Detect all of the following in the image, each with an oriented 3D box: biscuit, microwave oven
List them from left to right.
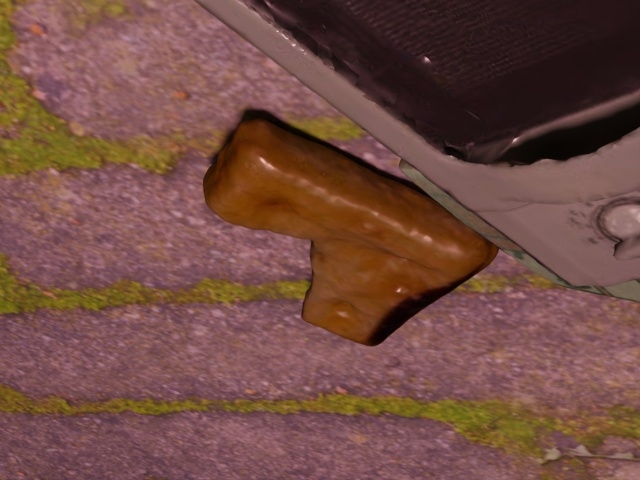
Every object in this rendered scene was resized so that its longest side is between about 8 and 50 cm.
[{"bbox_3d":[0.000,0.000,0.932,0.183,0.039,0.174,27,150,-17],"label":"biscuit"},{"bbox_3d":[0.057,-0.153,0.459,0.295,0.237,0.181,34,146,-29],"label":"microwave oven"}]

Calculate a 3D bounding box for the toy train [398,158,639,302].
[{"bbox_3d":[0.182,-0.034,0.616,0.159,0.129,0.326,34,166,-36],"label":"toy train"}]
